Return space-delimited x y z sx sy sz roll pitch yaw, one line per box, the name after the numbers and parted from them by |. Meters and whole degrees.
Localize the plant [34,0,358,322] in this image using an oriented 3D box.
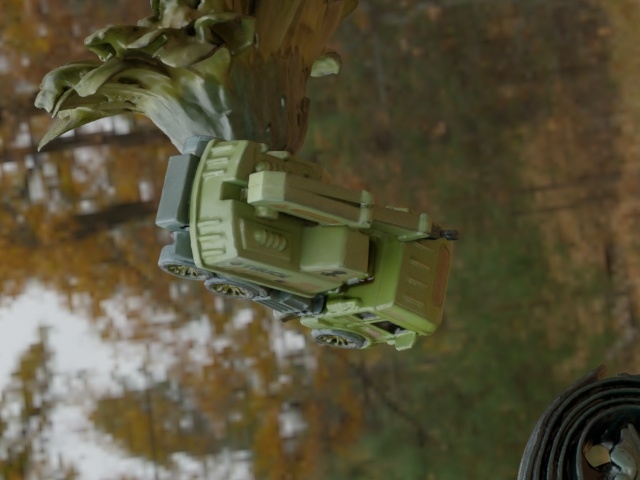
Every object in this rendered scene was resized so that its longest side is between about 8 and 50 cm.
-0.062 -0.121 1.371 0.297 0.306 0.261 55 140 31 | plant

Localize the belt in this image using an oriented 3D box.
0.281 0.240 1.621 0.116 0.206 0.267 90 177 -58 | belt

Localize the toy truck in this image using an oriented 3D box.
0.000 0.000 0.905 0.169 0.100 0.077 27 -114 -39 | toy truck
